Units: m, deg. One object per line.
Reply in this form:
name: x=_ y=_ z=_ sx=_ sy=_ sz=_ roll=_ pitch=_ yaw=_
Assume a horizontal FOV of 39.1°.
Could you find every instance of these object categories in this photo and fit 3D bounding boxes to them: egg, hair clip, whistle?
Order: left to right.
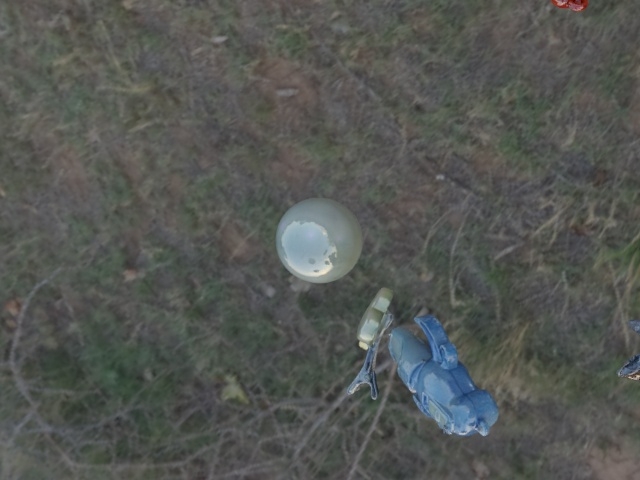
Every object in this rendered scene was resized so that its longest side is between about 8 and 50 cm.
egg: x=0.000 y=0.000 z=1.589 sx=0.151 sy=0.209 sz=0.151 roll=0 pitch=89 yaw=8
hair clip: x=0.103 y=0.198 z=1.778 sx=0.071 sy=0.159 sz=0.218 roll=15 pitch=91 yaw=2
whistle: x=0.184 y=0.220 z=1.414 sx=0.269 sy=0.093 sz=0.180 roll=-130 pitch=31 yaw=-52

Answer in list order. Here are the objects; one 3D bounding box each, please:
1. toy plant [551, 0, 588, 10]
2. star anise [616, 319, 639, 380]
toy plant: x=0.373 y=-0.467 z=1.492 sx=0.240 sy=0.155 sz=0.088 roll=37 pitch=152 yaw=27
star anise: x=0.651 y=0.198 z=1.656 sx=0.093 sy=0.236 sz=0.229 roll=33 pitch=177 yaw=-36
